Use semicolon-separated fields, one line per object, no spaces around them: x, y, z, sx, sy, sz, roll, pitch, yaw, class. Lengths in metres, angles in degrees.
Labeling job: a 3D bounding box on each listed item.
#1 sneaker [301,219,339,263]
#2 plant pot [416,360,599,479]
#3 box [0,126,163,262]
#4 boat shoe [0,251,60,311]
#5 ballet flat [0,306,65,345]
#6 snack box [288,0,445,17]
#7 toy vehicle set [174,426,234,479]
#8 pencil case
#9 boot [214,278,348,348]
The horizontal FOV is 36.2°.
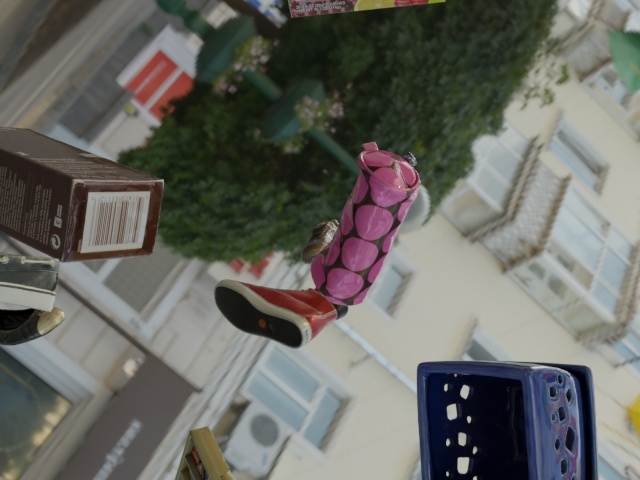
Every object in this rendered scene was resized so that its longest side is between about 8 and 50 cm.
0.000;0.000;1.882;0.066;0.071;0.188;-21;176;18;sneaker
0.307;0.302;1.544;0.236;0.212;0.236;-6;-95;49;plant pot
-0.459;-0.086;1.627;0.191;0.381;0.143;-5;109;-53;box
-0.379;0.025;1.047;0.077;0.219;0.070;5;-99;40;boat shoe
-0.395;0.101;1.230;0.173;0.049;0.057;-6;-154;27;ballet flat
0.051;-0.378;1.239;0.174;0.207;0.070;79;8;-53;snack box
-0.166;0.461;1.610;0.267;0.035;0.166;57;-38;36;toy vehicle set
0.052;-0.018;1.255;0.095;0.098;0.209;-12;138;-43;pencil case
-0.074;0.118;1.923;0.176;0.244;0.088;-31;133;-46;boot
